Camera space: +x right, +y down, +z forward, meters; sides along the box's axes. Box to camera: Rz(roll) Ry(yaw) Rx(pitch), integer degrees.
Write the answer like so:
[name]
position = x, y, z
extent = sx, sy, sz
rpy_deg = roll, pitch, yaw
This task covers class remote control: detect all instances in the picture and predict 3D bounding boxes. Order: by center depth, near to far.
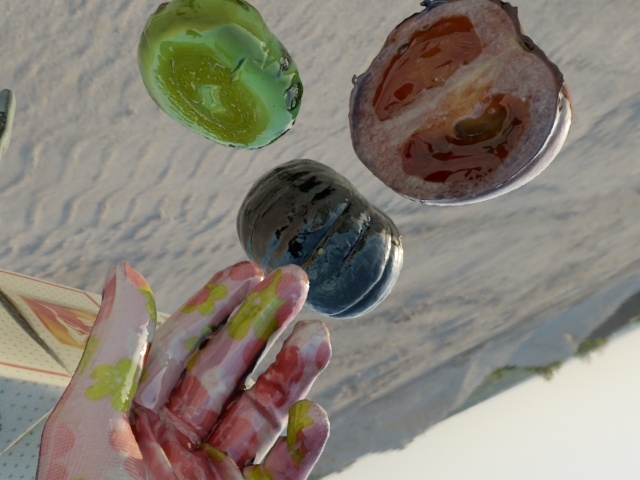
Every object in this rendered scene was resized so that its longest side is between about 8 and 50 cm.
[remote control]
position = -0.442, -0.130, 1.231
extent = 0.029, 0.166, 0.065
rpy_deg = 10, 143, -20

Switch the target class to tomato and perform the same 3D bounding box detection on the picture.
[tomato]
position = 0.137, -0.115, 0.862
extent = 0.199, 0.227, 0.112
rpy_deg = -30, 144, 18

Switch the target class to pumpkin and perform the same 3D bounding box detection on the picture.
[pumpkin]
position = 0.000, 0.000, 1.118
extent = 0.161, 0.220, 0.220
rpy_deg = -53, 162, 7

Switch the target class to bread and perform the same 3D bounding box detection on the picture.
[bread]
position = -0.077, -0.135, 0.711
extent = 0.130, 0.139, 0.071
rpy_deg = -37, -153, 49

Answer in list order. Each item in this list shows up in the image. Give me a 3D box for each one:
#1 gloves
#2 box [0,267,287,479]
[gloves]
position = -0.077, 0.111, 0.492
extent = 0.241, 0.145, 0.126
rpy_deg = -72, -176, -49
[box]
position = -0.197, 0.110, 0.704
extent = 0.330, 0.210, 0.095
rpy_deg = 21, 98, -46
